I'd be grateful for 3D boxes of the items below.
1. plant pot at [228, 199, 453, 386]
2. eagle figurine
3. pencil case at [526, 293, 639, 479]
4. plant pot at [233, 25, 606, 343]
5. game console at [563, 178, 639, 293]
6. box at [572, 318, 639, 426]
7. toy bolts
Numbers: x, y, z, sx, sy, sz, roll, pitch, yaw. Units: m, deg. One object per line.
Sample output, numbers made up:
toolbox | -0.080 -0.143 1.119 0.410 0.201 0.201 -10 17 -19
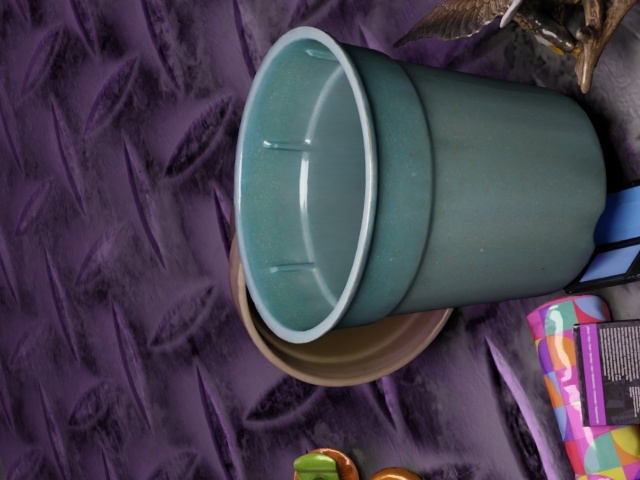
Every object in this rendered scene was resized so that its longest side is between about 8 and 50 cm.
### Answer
plant pot | 0.000 0.000 1.608 0.280 0.323 0.323 -138 51 -62
eagle figurine | 0.223 -0.288 1.328 0.298 0.226 0.225 38 145 38
pencil case | 0.319 0.179 1.348 0.104 0.104 0.236 -28 75 52
plant pot | 0.119 -0.058 1.309 0.341 0.334 0.341 180 90 -64
game console | 0.330 -0.003 1.322 0.071 0.107 0.122 51 146 -15
box | 0.365 0.143 1.262 0.162 0.029 0.116 -5 91 19
toy bolts | 0.063 0.434 1.743 0.218 0.158 0.228 1 86 13
